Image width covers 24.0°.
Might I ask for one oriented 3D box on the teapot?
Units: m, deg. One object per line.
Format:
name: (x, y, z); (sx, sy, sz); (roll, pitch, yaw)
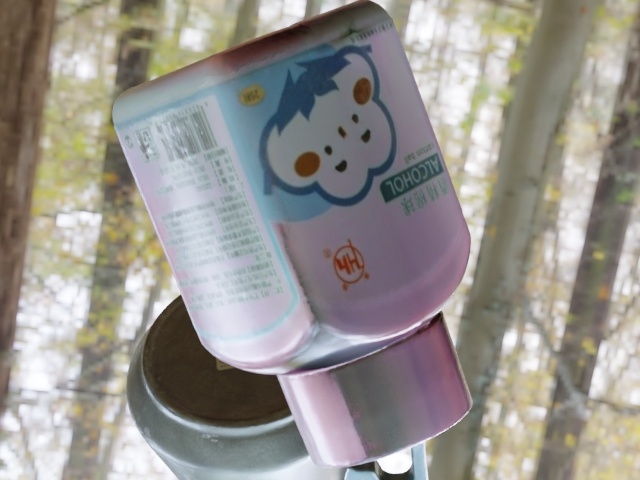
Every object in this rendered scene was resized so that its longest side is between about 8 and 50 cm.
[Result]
teapot: (-0.026, 0.146, 1.103); (0.203, 0.225, 0.171); (-5, -133, 4)

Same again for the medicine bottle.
medicine bottle: (0.000, 0.000, 0.676); (0.119, 0.188, 0.094); (-27, -170, -42)
